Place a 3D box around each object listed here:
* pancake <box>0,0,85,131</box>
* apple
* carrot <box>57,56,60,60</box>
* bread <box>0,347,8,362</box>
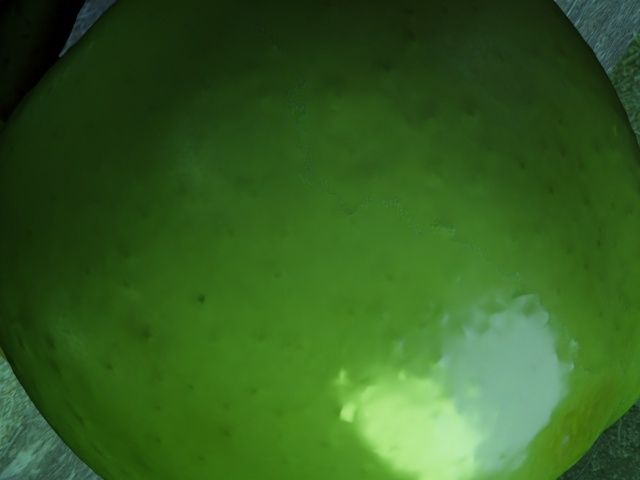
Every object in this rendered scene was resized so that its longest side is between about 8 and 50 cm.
[{"bbox_3d":[-0.227,-0.174,1.263,0.212,0.056,0.257,-47,167,5],"label":"pancake"},{"bbox_3d":[0.000,0.000,1.178,0.473,0.474,0.473,-45,166,-15],"label":"apple"},{"bbox_3d":[-0.258,-0.087,1.428,0.161,0.055,0.055,-62,162,21],"label":"carrot"},{"bbox_3d":[-0.245,0.056,1.735,0.199,0.104,0.199,-43,169,-10],"label":"bread"}]
